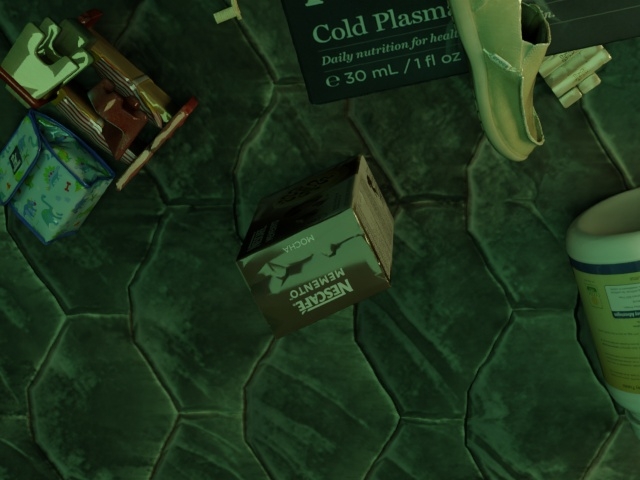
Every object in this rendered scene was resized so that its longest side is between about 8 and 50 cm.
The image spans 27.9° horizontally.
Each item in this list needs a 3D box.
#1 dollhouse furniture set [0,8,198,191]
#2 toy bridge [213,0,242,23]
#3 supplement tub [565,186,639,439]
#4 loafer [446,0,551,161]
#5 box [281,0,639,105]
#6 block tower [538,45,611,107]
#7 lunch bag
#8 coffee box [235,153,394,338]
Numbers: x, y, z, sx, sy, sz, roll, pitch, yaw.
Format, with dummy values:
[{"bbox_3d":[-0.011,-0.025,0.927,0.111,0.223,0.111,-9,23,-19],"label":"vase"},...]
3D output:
[{"bbox_3d":[-0.299,-0.168,1.656,0.201,0.374,0.152,42,101,-7],"label":"dollhouse furniture set"},{"bbox_3d":[-0.146,-0.389,1.755,0.063,0.026,0.188,-21,105,9],"label":"toy bridge"},{"bbox_3d":[0.479,0.100,1.756,0.228,0.228,0.316,-16,105,9],"label":"supplement tub"},{"bbox_3d":[0.201,-0.196,1.361,0.092,0.102,0.268,-12,131,17],"label":"loafer"},{"bbox_3d":[0.160,-0.456,1.403,0.479,0.297,0.472,-12,126,8],"label":"box"},{"bbox_3d":[0.256,-0.340,1.709,0.091,0.097,0.335,-37,103,14],"label":"block tower"},{"bbox_3d":[-0.390,-0.093,1.827,0.151,0.096,0.129,46,118,9],"label":"lunch bag"},{"bbox_3d":[0.000,0.000,1.723,0.168,0.297,0.119,-24,104,11],"label":"coffee box"}]
